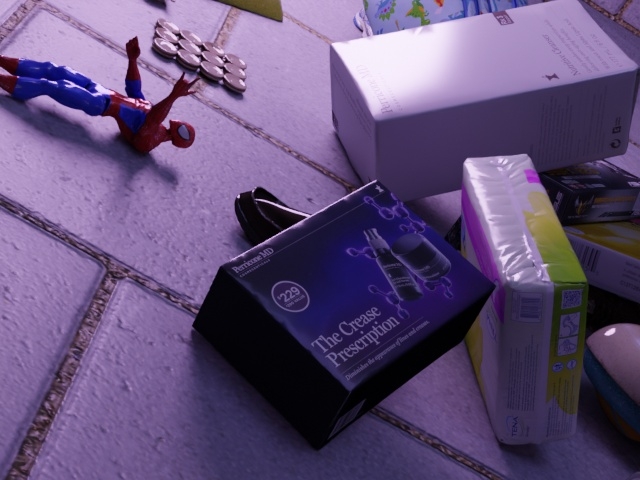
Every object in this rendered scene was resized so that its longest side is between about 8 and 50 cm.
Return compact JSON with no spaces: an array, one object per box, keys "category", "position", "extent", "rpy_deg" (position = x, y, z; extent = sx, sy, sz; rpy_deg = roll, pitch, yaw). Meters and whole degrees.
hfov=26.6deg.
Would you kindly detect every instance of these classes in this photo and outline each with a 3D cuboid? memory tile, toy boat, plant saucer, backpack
[{"category":"memory tile","position":[-0.170,-0.261,1.910],"extent":[0.148,0.012,0.113],"rpy_deg":[26,26,-18]},{"category":"toy boat","position":[0.418,0.232,1.640],"extent":[0.267,0.148,0.318],"rpy_deg":[40,17,-1]},{"category":"plant saucer","position":[-0.158,-0.450,2.220],"extent":[0.188,0.045,0.188],"rpy_deg":[11,34,-41]},{"category":"backpack","position":[0.214,-0.366,2.264],"extent":[0.273,0.290,0.355],"rpy_deg":[-12,80,-53]}]

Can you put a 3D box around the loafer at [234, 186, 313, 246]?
[{"category":"loafer","position":[0.000,0.000,1.578],"extent":[0.220,0.078,0.080],"rpy_deg":[36,25,2]}]

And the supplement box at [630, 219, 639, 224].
[{"category":"supplement box","position":[0.571,-0.012,2.303],"extent":[0.104,0.081,0.188],"rpy_deg":[41,26,12]}]

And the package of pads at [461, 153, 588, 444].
[{"category":"package of pads","position":[0.227,0.068,1.576],"extent":[0.101,0.229,0.296],"rpy_deg":[-4,31,-2]}]

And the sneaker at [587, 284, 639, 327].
[{"category":"sneaker","position":[0.401,0.101,1.931],"extent":[0.071,0.066,0.188],"rpy_deg":[-10,41,-41]}]

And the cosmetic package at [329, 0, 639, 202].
[{"category":"cosmetic package","position":[0.222,-0.199,1.904],"extent":[0.385,0.156,0.217],"rpy_deg":[-12,41,-14]}]

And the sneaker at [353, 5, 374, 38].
[{"category":"sneaker","position":[0.102,-0.382,2.405],"extent":[0.052,0.058,0.135],"rpy_deg":[14,33,-38]}]

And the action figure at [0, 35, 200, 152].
[{"category":"action figure","position":[-0.252,-0.194,1.554],"extent":[0.280,0.139,0.091],"rpy_deg":[25,28,-25]}]

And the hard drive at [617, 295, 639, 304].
[{"category":"hard drive","position":[0.472,0.053,2.113],"extent":[0.307,0.040,0.203],"rpy_deg":[33,25,-4]}]

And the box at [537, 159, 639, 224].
[{"category":"box","position":[0.362,-0.090,2.001],"extent":[0.231,0.056,0.183],"rpy_deg":[-3,29,-45]}]

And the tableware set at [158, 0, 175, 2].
[{"category":"tableware set","position":[-0.281,-0.405,2.019],"extent":[0.169,0.020,0.141],"rpy_deg":[23,27,-23]}]

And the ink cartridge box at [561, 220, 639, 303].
[{"category":"ink cartridge box","position":[0.502,0.034,1.930],"extent":[0.304,0.072,0.307],"rpy_deg":[21,20,32]}]

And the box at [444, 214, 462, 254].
[{"category":"box","position":[0.201,-0.016,1.850],"extent":[0.018,0.083,0.067],"rpy_deg":[28,25,-13]}]

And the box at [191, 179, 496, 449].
[{"category":"box","position":[0.028,0.067,1.392],"extent":[0.184,0.103,0.261],"rpy_deg":[41,42,18]}]
